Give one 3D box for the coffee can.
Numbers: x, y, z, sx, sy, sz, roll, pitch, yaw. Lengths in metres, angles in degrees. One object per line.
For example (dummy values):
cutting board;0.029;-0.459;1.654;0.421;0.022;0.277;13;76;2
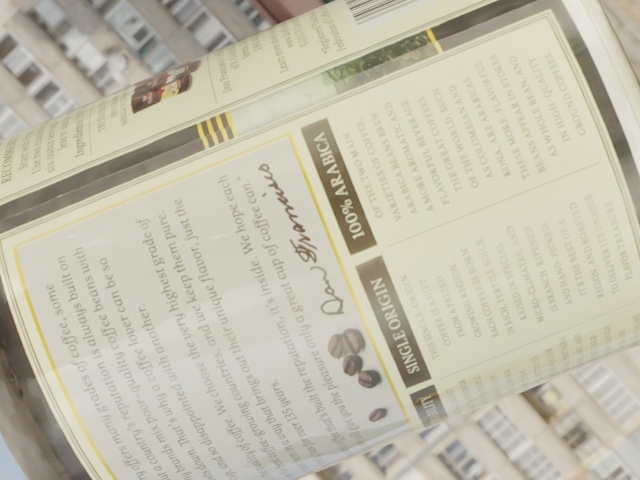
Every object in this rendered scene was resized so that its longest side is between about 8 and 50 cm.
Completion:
coffee can;0.000;0.000;0.509;0.201;0.275;0.201;-22;-90;-86
